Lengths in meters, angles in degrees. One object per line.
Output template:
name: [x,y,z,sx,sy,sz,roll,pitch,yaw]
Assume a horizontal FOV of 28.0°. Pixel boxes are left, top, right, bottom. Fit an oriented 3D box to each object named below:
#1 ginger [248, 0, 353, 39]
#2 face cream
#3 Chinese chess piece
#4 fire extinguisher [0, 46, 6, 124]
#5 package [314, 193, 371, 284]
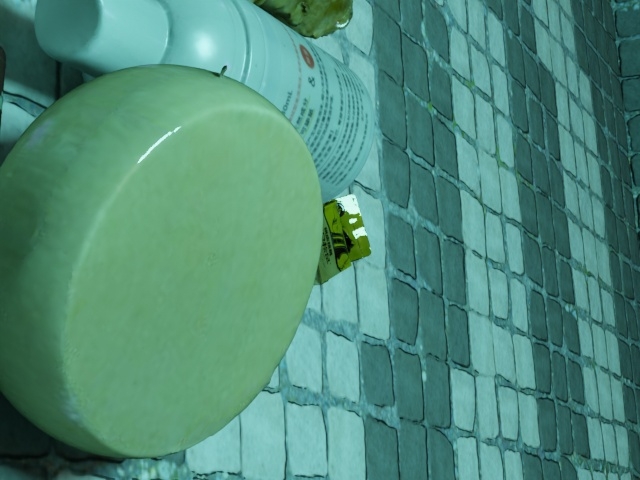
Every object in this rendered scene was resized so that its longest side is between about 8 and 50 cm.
ginger: [-0.038,-0.276,1.210,0.219,0.123,0.270,58,43,-31]
face cream: [-0.100,-0.130,1.002,0.369,0.145,0.146,21,62,-59]
Chinese chess piece: [-0.110,0.014,0.864,0.273,0.102,0.273,-31,131,-42]
fire extinguisher: [-0.229,-0.079,0.835,0.064,0.043,0.158,93,-2,-71]
package: [0.000,0.000,1.259,0.131,0.047,0.071,-30,105,-64]
